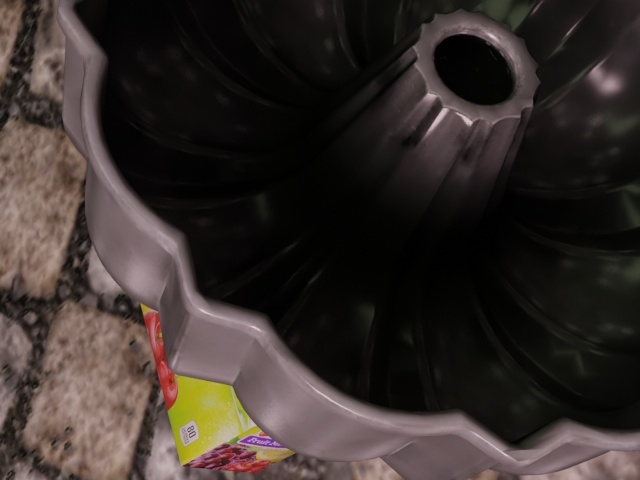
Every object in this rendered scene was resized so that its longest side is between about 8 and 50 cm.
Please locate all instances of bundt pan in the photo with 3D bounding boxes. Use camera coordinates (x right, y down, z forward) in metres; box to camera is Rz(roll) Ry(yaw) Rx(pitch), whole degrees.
[{"bbox_3d":[0.044,-0.041,0.716,0.124,0.331,0.330,122,135,-56],"label":"bundt pan"}]

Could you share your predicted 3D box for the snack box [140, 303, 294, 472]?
[{"bbox_3d":[0.000,0.000,0.874,0.207,0.070,0.174,-31,63,28],"label":"snack box"}]
